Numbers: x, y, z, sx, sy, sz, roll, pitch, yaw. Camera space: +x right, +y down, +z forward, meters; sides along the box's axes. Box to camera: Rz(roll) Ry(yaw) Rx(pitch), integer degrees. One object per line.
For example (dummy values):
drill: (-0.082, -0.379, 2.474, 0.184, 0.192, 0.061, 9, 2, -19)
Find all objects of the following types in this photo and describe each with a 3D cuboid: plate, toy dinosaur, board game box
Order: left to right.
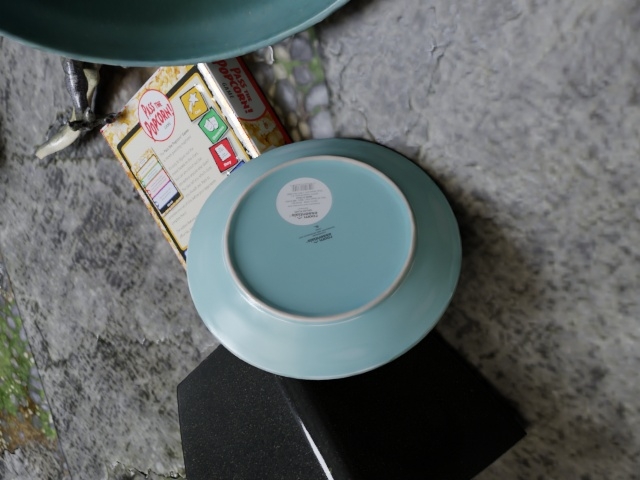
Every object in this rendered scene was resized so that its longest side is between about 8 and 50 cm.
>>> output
toy dinosaur: (-0.195, -0.158, 0.597, 0.118, 0.064, 0.268, 49, 128, 37)
board game box: (-0.087, -0.051, 0.584, 0.147, 0.045, 0.193, -31, 90, 39)
plate: (0.000, 0.000, 0.468, 0.188, 0.188, 0.024, 31, 158, 21)

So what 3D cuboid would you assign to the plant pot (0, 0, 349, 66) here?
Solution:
plant pot: (-0.097, -0.265, 0.381, 0.293, 0.293, 0.196, -32, 63, 39)

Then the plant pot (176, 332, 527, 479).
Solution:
plant pot: (0.000, 0.139, 0.525, 0.187, 0.188, 0.167, -45, 70, 38)
